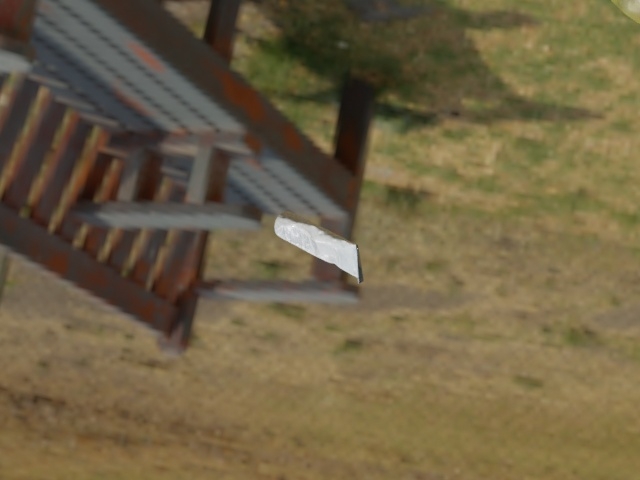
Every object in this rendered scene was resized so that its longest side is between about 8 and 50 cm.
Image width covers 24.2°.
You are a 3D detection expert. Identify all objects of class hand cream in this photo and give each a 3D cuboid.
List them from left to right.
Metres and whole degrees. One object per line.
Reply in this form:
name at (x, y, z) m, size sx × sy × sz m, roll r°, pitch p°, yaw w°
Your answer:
hand cream at (0.000, 0.000, 1.026) m, size 0.093 × 0.019 × 0.030 m, roll 26°, pitch 135°, yaw 43°

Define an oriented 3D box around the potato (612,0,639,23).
potato at (0.198, -0.095, 0.315) m, size 0.298 × 0.141 × 0.176 m, roll -2°, pitch 128°, yaw 12°
